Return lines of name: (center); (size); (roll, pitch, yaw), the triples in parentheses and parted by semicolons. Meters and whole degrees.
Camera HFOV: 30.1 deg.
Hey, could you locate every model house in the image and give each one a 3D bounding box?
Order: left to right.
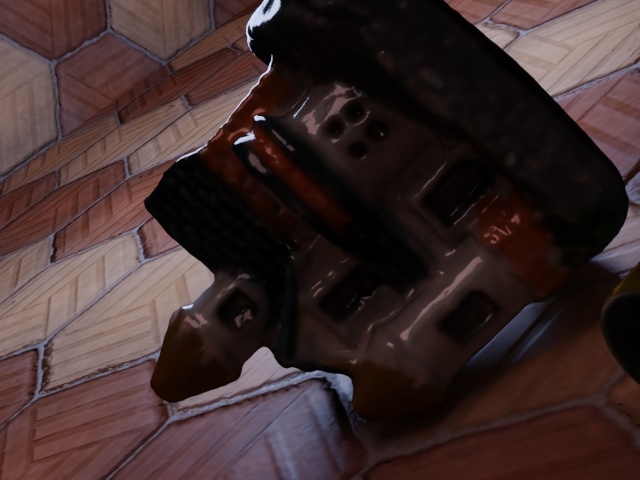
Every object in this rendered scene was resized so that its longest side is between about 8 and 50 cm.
model house: (0.000, 0.000, 0.765); (0.301, 0.271, 0.190); (-47, 5, -1)

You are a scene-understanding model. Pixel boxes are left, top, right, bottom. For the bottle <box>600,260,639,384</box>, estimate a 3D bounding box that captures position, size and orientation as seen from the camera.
bottle: (0.269, -0.025, 0.657); (0.286, 0.082, 0.082); (-40, 21, -27)
